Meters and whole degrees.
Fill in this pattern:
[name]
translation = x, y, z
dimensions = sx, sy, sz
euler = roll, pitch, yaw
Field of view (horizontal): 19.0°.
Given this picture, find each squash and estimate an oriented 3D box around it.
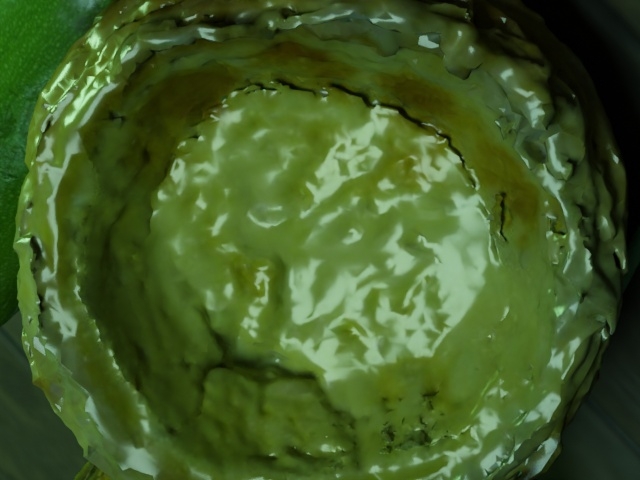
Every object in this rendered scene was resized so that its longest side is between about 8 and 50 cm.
[squash]
translation = -0.107, -0.050, 0.720
dimensions = 0.082, 0.082, 0.292
euler = 47, 137, 5

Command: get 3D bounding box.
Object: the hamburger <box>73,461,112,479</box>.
[hamburger]
translation = -0.045, 0.165, 0.731
dimensions = 0.182, 0.191, 0.118
euler = 39, 138, 3

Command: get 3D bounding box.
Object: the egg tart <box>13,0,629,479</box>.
[egg tart]
translation = 0.001, -0.001, 0.630
dimensions = 0.212, 0.090, 0.212
euler = 4, 109, 11

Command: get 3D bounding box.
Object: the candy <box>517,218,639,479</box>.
[candy]
translation = 0.084, 0.053, 0.661
dimensions = 0.061, 0.061, 0.202
euler = 35, 126, 17
